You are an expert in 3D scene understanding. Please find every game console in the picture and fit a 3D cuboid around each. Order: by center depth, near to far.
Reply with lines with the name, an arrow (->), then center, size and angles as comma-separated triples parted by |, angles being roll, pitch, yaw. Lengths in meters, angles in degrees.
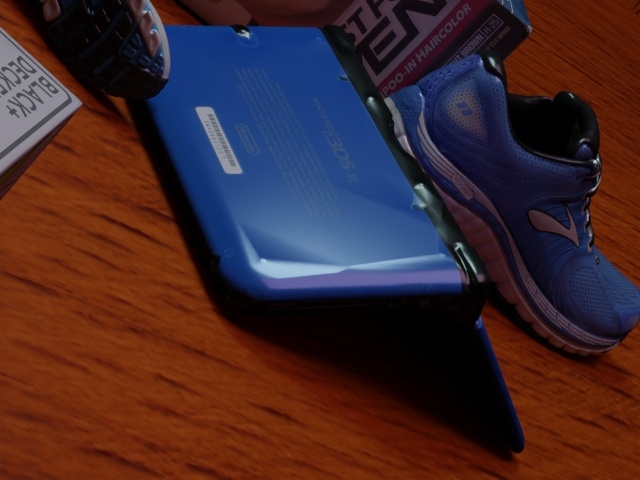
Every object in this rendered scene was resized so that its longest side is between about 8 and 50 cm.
game console -> 0.000, 0.000, 1.320 | 0.250, 0.173, 0.293 | -2, 39, -23

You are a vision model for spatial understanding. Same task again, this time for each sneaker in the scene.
sneaker -> -0.155, -0.167, 1.289 | 0.190, 0.071, 0.083 | 51, 13, 17
sneaker -> 0.182, -0.029, 1.557 | 0.330, 0.147, 0.130 | 44, 15, -39

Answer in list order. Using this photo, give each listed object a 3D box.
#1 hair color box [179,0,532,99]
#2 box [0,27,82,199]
hair color box -> -0.015, -0.232, 1.559 | 0.347, 0.174, 0.105 | 38, 20, -19
box -> -0.262, -0.113, 0.901 | 0.290, 0.087, 0.169 | 43, 18, -4
